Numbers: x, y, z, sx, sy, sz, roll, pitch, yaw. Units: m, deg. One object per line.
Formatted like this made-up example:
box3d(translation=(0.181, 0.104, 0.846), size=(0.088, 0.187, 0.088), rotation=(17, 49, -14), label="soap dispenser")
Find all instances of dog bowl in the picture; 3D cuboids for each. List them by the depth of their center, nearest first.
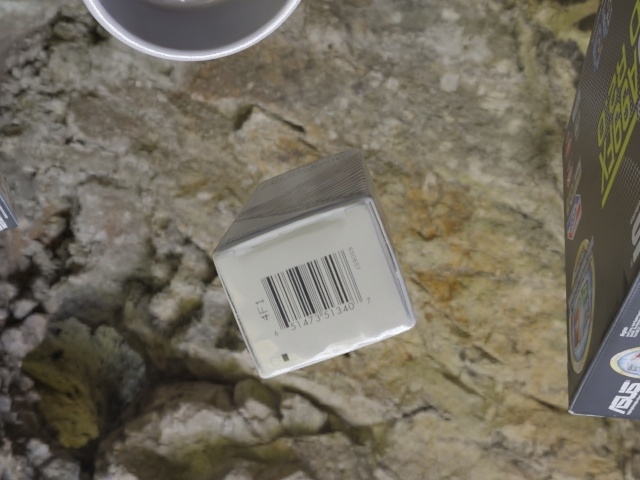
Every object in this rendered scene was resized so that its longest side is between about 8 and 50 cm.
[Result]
box3d(translation=(-0.160, -0.378, 0.946), size=(0.348, 0.349, 0.102), rotation=(112, -33, -45), label="dog bowl")

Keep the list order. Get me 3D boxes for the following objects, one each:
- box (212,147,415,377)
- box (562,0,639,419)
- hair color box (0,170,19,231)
box3d(translation=(0.000, 0.000, 0.594), size=(0.275, 0.113, 0.094), rotation=(-89, 159, -77), label="box")
box3d(translation=(0.183, -0.050, 0.408), size=(0.270, 0.060, 0.216), rotation=(78, 19, -57), label="box")
box3d(translation=(-0.730, -0.049, 1.264), size=(0.185, 0.375, 0.113), rotation=(103, -33, -65), label="hair color box")
